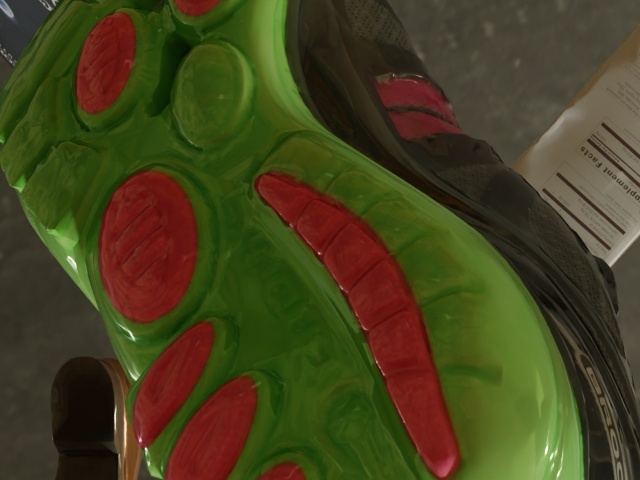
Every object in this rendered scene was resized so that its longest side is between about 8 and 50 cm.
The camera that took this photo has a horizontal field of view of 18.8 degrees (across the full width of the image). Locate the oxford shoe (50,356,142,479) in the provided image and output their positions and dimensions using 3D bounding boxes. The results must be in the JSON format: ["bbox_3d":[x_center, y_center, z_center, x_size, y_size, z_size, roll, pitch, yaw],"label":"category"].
[{"bbox_3d":[-0.160,0.192,1.433,0.076,0.076,0.212,8,92,24],"label":"oxford shoe"}]

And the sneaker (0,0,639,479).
[{"bbox_3d":[0.000,0.000,0.793,0.185,0.483,0.202,-37,130,15],"label":"sneaker"}]

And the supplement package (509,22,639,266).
[{"bbox_3d":[0.283,-0.079,1.852,0.134,0.139,0.244,42,100,7],"label":"supplement package"}]

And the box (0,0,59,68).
[{"bbox_3d":[-0.227,-0.314,1.623,0.293,0.212,0.395,46,165,2],"label":"box"}]
